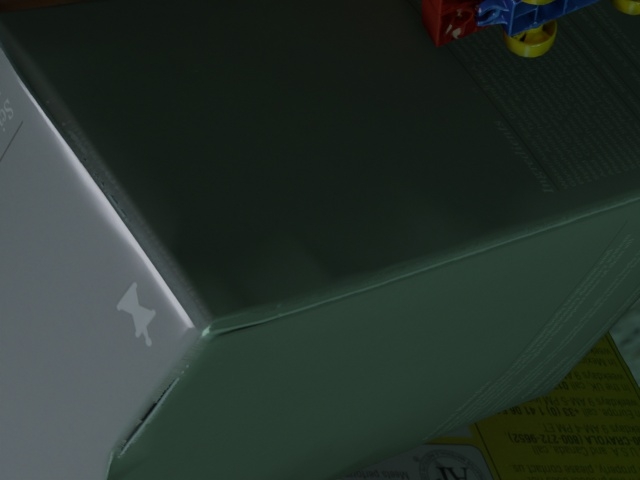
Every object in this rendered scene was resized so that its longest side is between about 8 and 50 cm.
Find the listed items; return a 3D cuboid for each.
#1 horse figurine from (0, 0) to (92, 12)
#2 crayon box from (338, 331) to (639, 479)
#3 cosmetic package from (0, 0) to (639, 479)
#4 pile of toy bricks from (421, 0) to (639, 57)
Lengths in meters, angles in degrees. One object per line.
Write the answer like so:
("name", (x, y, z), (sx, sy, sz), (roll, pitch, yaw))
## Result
("horse figurine", (-0.116, -0.026, 0.522), (0.174, 0.066, 0.263), (4, 129, -43))
("crayon box", (0.053, 0.153, 0.606), (0.202, 0.318, 0.081), (5, 132, -29))
("cosmetic package", (0.000, 0.000, 0.518), (0.238, 0.107, 0.127), (-11, 148, -46))
("pile of toy bricks", (0.110, -0.139, 0.487), (0.212, 0.105, 0.118), (-23, 156, -11))
